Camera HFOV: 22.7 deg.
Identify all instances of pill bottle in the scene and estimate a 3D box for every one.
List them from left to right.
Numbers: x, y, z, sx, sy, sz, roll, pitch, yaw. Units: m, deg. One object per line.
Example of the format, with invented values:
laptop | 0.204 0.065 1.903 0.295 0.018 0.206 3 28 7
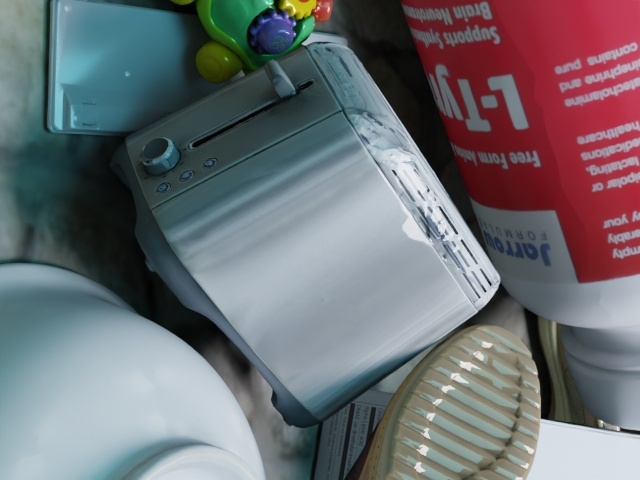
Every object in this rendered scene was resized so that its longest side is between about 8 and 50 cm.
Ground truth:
pill bottle | 0.196 -0.092 1.050 0.229 0.229 0.407 -39 115 -44

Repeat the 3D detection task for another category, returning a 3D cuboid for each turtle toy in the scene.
turtle toy | -0.027 -0.129 0.911 0.095 0.066 0.130 -44 117 -47

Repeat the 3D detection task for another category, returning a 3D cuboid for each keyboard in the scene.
keyboard | -0.063 -0.094 0.930 0.256 0.014 0.072 -2 89 -53

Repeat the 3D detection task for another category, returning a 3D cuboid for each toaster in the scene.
toaster | 0.000 0.000 0.881 0.146 0.129 0.227 -32 130 6

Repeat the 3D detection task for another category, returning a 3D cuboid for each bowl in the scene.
bowl | -0.113 0.162 0.788 0.298 0.134 0.298 -6 98 -53

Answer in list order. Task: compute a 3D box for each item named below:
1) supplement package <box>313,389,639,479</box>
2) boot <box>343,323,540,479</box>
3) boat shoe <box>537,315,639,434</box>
supplement package | 0.121 0.219 1.086 0.262 0.145 0.204 17 80 -51
boot | 0.018 0.170 0.926 0.090 0.207 0.248 37 58 -10
boat shoe | 0.235 0.100 1.246 0.109 0.098 0.302 -10 105 -49
